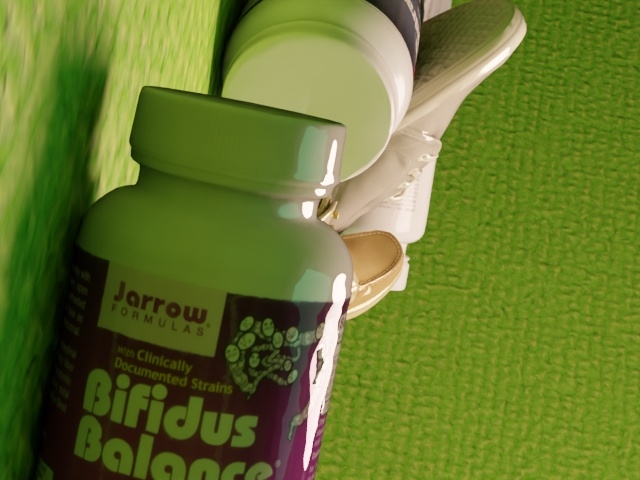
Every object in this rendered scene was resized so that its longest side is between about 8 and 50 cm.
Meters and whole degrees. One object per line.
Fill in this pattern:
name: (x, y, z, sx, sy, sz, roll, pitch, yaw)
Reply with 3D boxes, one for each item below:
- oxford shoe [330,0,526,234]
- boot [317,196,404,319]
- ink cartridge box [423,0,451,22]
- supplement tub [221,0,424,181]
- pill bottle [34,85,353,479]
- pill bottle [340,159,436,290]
oxford shoe: (0.073, -0.117, 1.597, 0.449, 0.130, 0.169, -39, -159, 29)
boot: (0.000, 0.000, 1.510, 0.095, 0.262, 0.203, 54, -34, 32)
ink cartridge box: (0.094, -0.308, 2.164, 0.395, 0.151, 0.270, -66, 167, -44)
supplement tub: (0.005, -0.197, 1.416, 0.272, 0.191, 0.191, -77, 178, -55)
pill bottle: (-0.073, 0.065, 0.830, 0.169, 0.169, 0.301, -68, 169, -83)
pill bottle: (0.075, -0.057, 1.762, 0.131, 0.131, 0.229, -64, 162, -85)
